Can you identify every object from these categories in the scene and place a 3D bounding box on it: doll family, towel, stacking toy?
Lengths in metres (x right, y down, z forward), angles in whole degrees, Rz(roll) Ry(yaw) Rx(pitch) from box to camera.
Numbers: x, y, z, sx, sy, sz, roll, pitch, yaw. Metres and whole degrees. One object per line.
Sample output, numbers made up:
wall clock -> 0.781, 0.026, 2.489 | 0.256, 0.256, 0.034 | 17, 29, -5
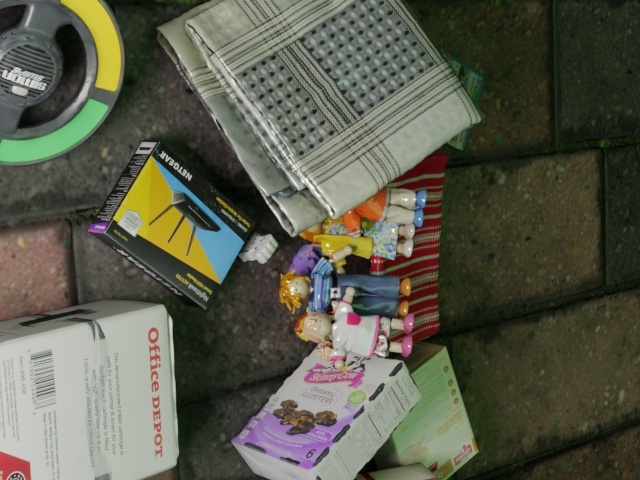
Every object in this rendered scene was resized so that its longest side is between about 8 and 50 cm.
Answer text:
doll family -> 0.033, 0.038, 1.569 | 0.163, 0.118, 0.263 | 8, 78, -8
towel -> 0.123, 0.015, 1.732 | 0.199, 0.031, 0.275 | -10, 104, -60
towel -> 0.006, -0.202, 1.526 | 0.324, 0.056, 0.312 | -33, 88, -24
stacking toy -> 0.000, 0.000, 1.663 | 0.221, 0.052, 0.167 | -54, 126, -24

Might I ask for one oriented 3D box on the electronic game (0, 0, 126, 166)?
electronic game -> -0.318, -0.185, 1.325 | 0.229, 0.048, 0.229 | -14, 123, -23

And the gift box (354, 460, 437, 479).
gift box -> 0.084, 0.429, 1.622 | 0.255, 0.258, 0.276 | 0, 109, -30

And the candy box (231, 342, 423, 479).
candy box -> 0.009, 0.231, 1.616 | 0.196, 0.165, 0.070 | -47, 123, -27

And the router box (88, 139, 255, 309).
router box -> -0.177, -0.018, 1.509 | 0.179, 0.046, 0.133 | 40, 70, -36

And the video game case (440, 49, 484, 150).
video game case -> 0.166, -0.214, 1.797 | 0.166, 0.015, 0.119 | 23, 79, -39

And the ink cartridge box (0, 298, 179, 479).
ink cartridge box -> -0.294, 0.184, 1.362 | 0.273, 0.114, 0.197 | -11, 102, -49

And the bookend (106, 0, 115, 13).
bookend -> -0.283, -0.347, 1.365 | 0.156, 0.072, 0.157 | 24, 80, -39

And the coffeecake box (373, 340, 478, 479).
coffeecake box -> 0.138, 0.262, 1.792 | 0.142, 0.068, 0.185 | -33, 115, -33
